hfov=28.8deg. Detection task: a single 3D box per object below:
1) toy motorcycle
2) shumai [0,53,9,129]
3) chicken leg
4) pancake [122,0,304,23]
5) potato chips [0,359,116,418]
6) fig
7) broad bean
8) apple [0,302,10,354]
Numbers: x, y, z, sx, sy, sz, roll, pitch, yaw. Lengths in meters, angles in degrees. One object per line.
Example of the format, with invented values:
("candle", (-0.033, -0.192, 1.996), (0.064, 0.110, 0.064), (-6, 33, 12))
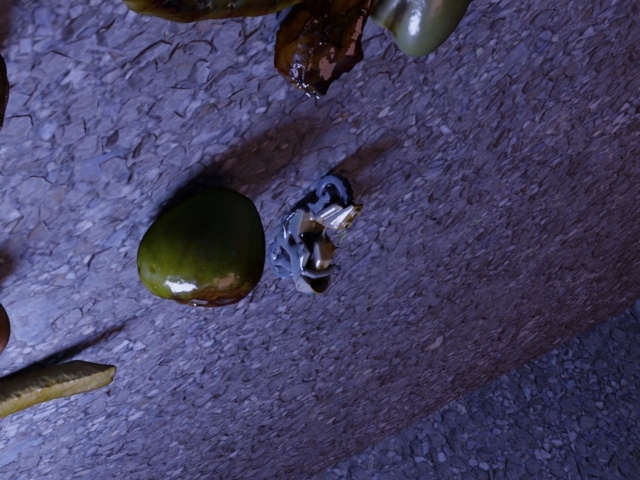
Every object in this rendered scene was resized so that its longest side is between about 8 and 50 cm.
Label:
("toy motorcycle", (0.000, 0.000, 2.061), (0.094, 0.130, 0.229), (-4, 142, -45))
("shumai", (-0.361, -0.149, 1.307), (0.105, 0.123, 0.139), (-30, 146, -39))
("chicken leg", (0.047, -0.311, 1.558), (0.304, 0.113, 0.093), (-51, 173, 29))
("pancake", (-0.091, -0.348, 1.348), (0.305, 0.067, 0.427), (-39, 155, 4))
("potato chips", (-0.516, 0.264, 1.946), (0.407, 0.080, 0.057), (-21, 137, -27))
("fig", (-0.167, 0.012, 1.823), (0.191, 0.181, 0.181), (-61, 155, 0))
("broad bean", (0.169, -0.364, 1.610), (0.263, 0.121, 0.189), (-51, 174, 9))
("apple", (-0.483, 0.122, 1.680), (0.126, 0.102, 0.126), (-33, 162, -12))
